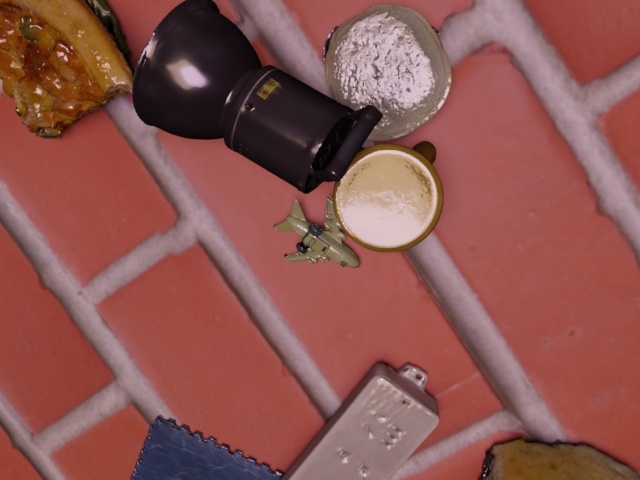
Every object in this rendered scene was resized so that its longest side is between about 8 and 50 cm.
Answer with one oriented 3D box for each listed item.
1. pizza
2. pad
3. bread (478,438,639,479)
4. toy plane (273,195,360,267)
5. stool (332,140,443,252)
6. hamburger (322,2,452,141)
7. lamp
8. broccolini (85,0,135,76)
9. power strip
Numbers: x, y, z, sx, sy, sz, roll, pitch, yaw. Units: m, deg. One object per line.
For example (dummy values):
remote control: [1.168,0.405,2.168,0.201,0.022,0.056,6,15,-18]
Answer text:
pizza: [-0.320,-0.201,0.663,0.292,0.058,0.197,35,127,17]
pad: [-0.155,0.405,0.825,0.270,0.012,0.269,23,105,4]
bread: [0.273,0.459,0.642,0.239,0.264,0.395,-2,104,14]
toy plane: [0.000,0.000,0.694,0.111,0.040,0.102,38,124,1]
stool: [0.075,-0.051,0.633,0.135,0.110,0.134,42,107,-3]
hamburger: [0.071,-0.182,0.630,0.133,0.062,0.140,-25,99,17]
lamp: [-0.057,-0.128,0.613,0.227,0.172,0.147,32,80,7]
broccolini: [-0.259,-0.286,0.674,0.054,0.051,0.239,-18,95,-32]
power strip: [0.022,0.294,0.740,0.098,0.058,0.338,36,103,-2]
